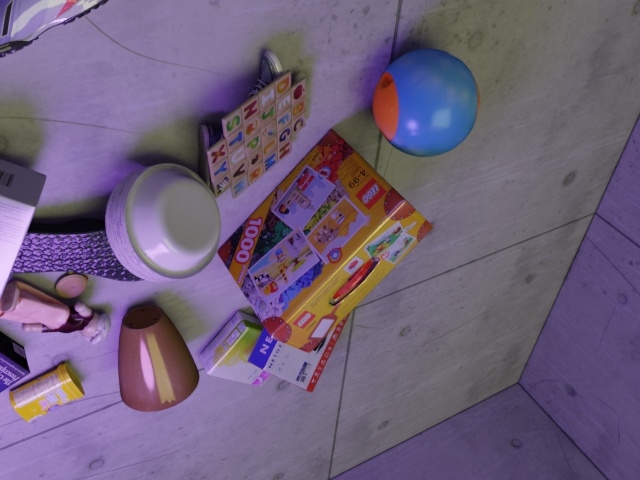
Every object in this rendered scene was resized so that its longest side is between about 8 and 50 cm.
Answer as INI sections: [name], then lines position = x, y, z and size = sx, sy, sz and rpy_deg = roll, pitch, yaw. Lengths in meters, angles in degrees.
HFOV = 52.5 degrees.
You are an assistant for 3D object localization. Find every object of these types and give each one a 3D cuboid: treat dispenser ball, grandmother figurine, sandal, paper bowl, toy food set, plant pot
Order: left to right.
[grandmother figurine]
position = -0.682, 0.196, 1.699
size = 0.208, 0.104, 0.342
rpy_deg = -10, 156, 27
[toy food set]
position = -0.653, 0.118, 1.707
size = 0.082, 0.020, 0.083
rpy_deg = -40, 141, 0
[sandal]
position = -0.580, 0.002, 1.606
size = 0.445, 0.107, 0.167
rpy_deg = 6, 125, -27
[plant pot]
position = -0.492, 0.325, 1.898
size = 0.237, 0.237, 0.254
rpy_deg = -19, 124, -23
[paper bowl]
position = -0.357, -0.045, 1.565
size = 0.284, 0.148, 0.284
rpy_deg = 9, 78, -49
[treat dispenser ball]
position = 0.287, -0.372, 1.767
size = 0.288, 0.288, 0.288
rpy_deg = -22, 138, -21

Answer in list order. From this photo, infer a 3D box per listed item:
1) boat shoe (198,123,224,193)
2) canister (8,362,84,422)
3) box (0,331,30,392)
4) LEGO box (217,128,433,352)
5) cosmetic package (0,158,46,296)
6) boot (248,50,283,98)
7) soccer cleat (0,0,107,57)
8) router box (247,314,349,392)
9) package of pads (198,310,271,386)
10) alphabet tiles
[boat shoe]
position = -0.273, -0.202, 1.658
size = 0.065, 0.075, 0.206
rpy_deg = -13, 130, -25
[canister]
position = -0.788, 0.441, 1.873
size = 0.170, 0.073, 0.126
rpy_deg = -26, 140, -14
[box]
position = -0.893, 0.296, 1.627
size = 0.184, 0.103, 0.261
rpy_deg = -32, 141, -5
[LEGO box]
position = 0.000, 0.000, 1.835
size = 0.500, 0.372, 0.193
rpy_deg = -47, 141, 8
[cosmetic package]
position = -0.745, 0.009, 1.378
size = 0.197, 0.155, 0.365
rpy_deg = 22, 115, -25
[boot]
position = -0.138, -0.369, 1.604
size = 0.086, 0.069, 0.190
rpy_deg = -30, 142, -21
[soccer cleat]
position = -0.553, -0.430, 1.206
size = 0.318, 0.108, 0.116
rpy_deg = -31, 119, -6
[router box]
position = -0.062, 0.319, 2.216
size = 0.301, 0.082, 0.335
rpy_deg = 38, 75, -49
[package of pads]
position = -0.245, 0.378, 2.226
size = 0.229, 0.101, 0.296
rpy_deg = -49, 140, 10
[alphabet tiles]
position = -0.149, -0.258, 1.622
size = 0.342, 0.011, 0.285
rpy_deg = -44, 156, -27
